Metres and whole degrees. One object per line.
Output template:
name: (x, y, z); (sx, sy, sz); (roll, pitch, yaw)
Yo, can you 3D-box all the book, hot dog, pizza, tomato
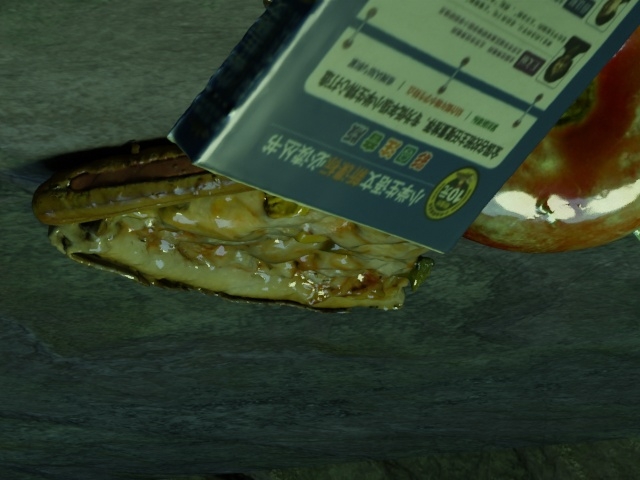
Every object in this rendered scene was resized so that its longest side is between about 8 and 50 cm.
book: (0.128, -0.182, 1.185); (0.428, 0.039, 0.300); (-50, 148, 13)
hot dog: (-0.147, -0.061, 1.921); (0.285, 0.061, 0.088); (-8, 165, 13)
pizza: (-0.020, 0.008, 2.123); (0.434, 0.080, 0.392); (-6, 162, 19)
tomato: (0.164, -0.128, 1.443); (0.270, 0.270, 0.222); (-2, -161, 2)

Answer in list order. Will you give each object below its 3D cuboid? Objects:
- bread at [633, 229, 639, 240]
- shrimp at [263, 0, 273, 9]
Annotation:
bread: (0.384, -0.046, 1.806); (0.301, 0.045, 0.301); (29, 147, 22)
shrimp: (-0.066, -0.228, 1.427); (0.143, 0.052, 0.251); (-18, 155, 34)
